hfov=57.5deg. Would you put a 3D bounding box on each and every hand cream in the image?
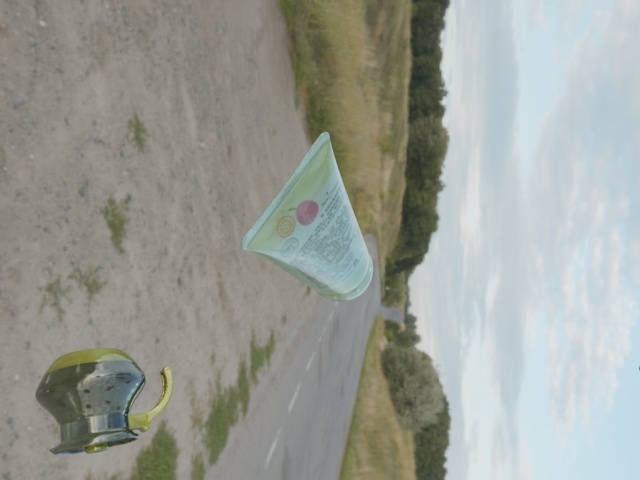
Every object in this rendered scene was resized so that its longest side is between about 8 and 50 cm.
[{"bbox_3d":[0.000,0.000,0.712,0.147,0.093,0.306,-53,158,-9],"label":"hand cream"}]

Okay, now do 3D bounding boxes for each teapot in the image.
[{"bbox_3d":[-0.268,0.202,0.737,0.130,0.166,0.119,-40,-123,54],"label":"teapot"}]

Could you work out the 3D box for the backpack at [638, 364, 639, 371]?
[{"bbox_3d":[0.496,0.132,0.641,0.207,0.253,0.140,26,37,-33],"label":"backpack"}]
